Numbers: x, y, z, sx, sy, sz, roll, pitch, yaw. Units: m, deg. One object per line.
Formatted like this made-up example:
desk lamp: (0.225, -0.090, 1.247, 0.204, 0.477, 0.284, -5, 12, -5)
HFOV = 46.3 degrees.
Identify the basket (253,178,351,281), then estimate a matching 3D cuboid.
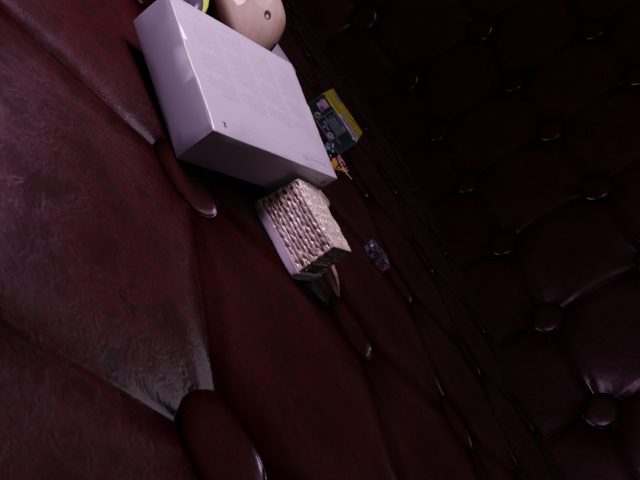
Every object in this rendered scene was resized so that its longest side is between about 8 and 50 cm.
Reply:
basket: (-0.030, -0.020, 1.396, 0.167, 0.103, 0.113, 62, 16, 16)

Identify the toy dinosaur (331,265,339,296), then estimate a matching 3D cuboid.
toy dinosaur: (0.000, 0.000, 1.540, 0.112, 0.064, 0.211, 39, 23, -55)

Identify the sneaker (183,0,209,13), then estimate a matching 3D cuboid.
sneaker: (-0.339, -0.553, 1.553, 0.300, 0.111, 0.121, 55, 19, 22)

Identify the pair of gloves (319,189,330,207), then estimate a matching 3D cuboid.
pair of gloves: (-0.071, -0.151, 1.620, 0.240, 0.042, 0.204, 45, 9, -26)

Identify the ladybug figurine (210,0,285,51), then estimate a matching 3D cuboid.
ladybug figurine: (-0.201, -0.636, 1.896, 0.305, 0.162, 0.449, 80, -9, -58)

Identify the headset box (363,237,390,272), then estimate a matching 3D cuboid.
headset box: (0.156, 0.044, 2.036, 0.083, 0.032, 0.062, 49, 16, -32)

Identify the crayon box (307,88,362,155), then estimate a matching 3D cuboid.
crayon box: (0.055, -0.419, 2.602, 0.202, 0.081, 0.318, 56, 15, -7)

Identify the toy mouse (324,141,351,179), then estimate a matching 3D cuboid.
toy mouse: (0.042, -0.250, 2.293, 0.161, 0.031, 0.143, 44, 19, -43)

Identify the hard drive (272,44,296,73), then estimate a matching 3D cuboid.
hard drive: (-0.166, -0.581, 2.293, 0.203, 0.040, 0.307, 55, 14, -9)

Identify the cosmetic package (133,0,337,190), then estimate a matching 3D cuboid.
cosmetic package: (-0.144, -0.246, 1.364, 0.377, 0.097, 0.284, 14, 48, -57)
